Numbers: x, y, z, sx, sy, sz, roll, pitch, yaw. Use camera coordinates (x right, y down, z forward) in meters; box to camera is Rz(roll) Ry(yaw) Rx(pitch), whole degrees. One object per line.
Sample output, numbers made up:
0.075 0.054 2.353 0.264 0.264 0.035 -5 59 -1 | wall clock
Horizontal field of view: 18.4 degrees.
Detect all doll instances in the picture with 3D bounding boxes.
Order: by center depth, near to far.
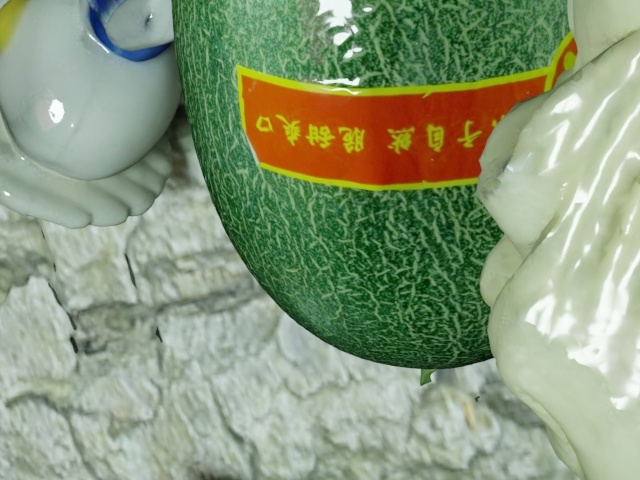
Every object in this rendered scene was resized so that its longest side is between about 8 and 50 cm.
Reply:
-0.084 -0.109 0.892 0.293 0.119 0.138 -53 27 40 | doll

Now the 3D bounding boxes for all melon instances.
0.036 -0.067 0.752 0.182 0.182 0.288 19 130 36 | melon

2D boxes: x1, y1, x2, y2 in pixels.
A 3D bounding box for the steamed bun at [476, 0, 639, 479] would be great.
0.187 -0.030 0.617 0.275 0.206 0.320 40 107 2 | steamed bun
